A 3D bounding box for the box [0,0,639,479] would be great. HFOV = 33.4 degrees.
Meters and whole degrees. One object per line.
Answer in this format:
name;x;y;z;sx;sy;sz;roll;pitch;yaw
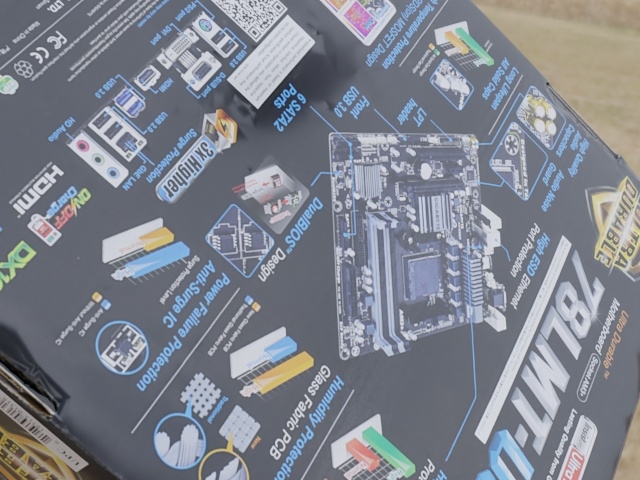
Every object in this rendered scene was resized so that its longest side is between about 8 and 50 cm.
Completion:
box;0.000;0.000;0.421;0.293;0.073;0.295;43;49;-11
